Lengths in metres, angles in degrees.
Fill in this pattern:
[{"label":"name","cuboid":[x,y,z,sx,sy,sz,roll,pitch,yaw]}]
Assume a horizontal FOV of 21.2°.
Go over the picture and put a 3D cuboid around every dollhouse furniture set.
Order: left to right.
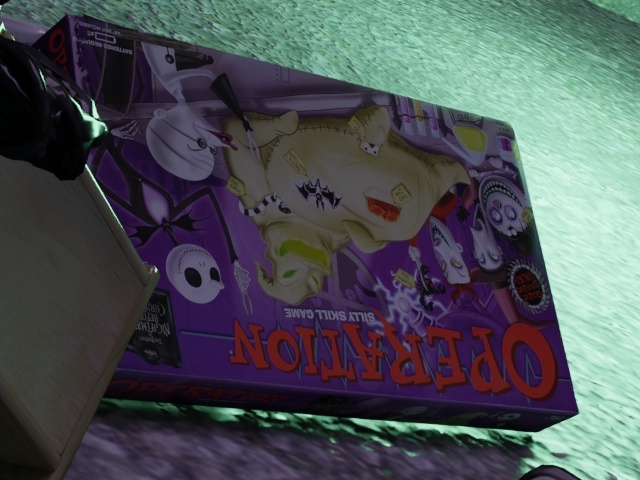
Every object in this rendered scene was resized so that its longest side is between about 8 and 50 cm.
[{"label":"dollhouse furniture set","cuboid":[-0.276,0.007,0.737,0.355,0.174,0.303,5,53,25]}]

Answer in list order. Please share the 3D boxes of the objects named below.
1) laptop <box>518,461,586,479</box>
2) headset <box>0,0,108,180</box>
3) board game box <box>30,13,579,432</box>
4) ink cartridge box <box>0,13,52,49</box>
[{"label":"laptop","cuboid":[0.089,0.281,0.288,0.382,0.408,0.236,32,-13,16]},{"label":"headset","cuboid":[-0.236,0.025,0.394,0.185,0.243,0.394,32,48,17]},{"label":"board game box","cuboid":[0.000,0.000,0.994,0.347,0.056,0.208,9,65,-40]},{"label":"ink cartridge box","cuboid":[-0.298,-0.140,1.033,0.185,0.065,0.311,14,8,-34]}]
